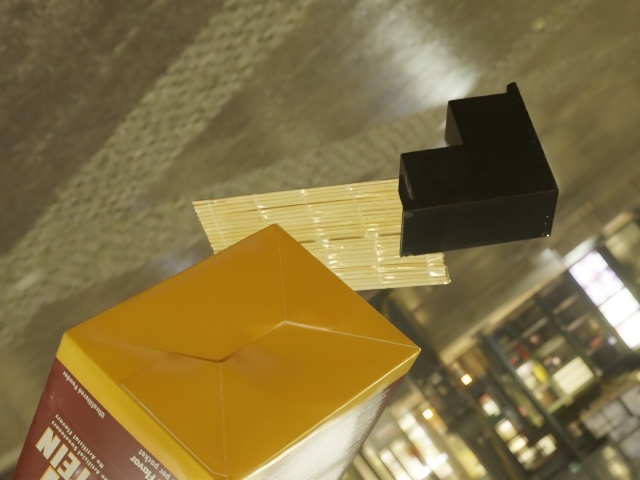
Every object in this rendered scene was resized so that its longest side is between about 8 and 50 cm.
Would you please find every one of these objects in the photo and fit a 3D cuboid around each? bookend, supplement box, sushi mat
[{"bbox_3d":[0.141,-0.073,1.406,0.157,0.156,0.072,-9,140,-7],"label":"bookend"},{"bbox_3d":[-0.073,0.126,0.860,0.191,0.129,0.194,-29,154,-47],"label":"supplement box"},{"bbox_3d":[0.000,0.000,1.744,0.317,0.151,0.019,-5,-155,25],"label":"sushi mat"}]
